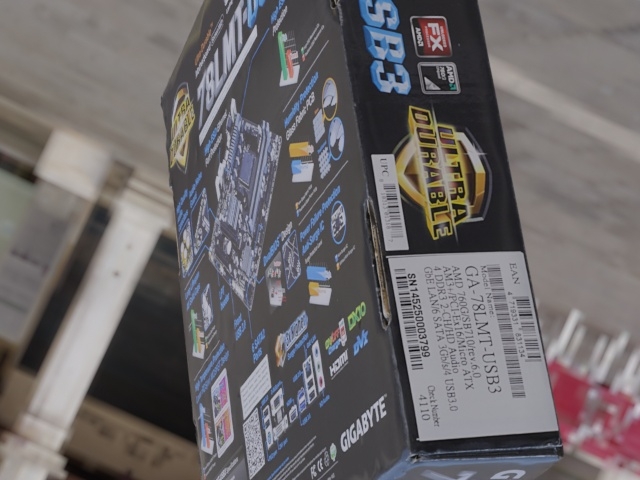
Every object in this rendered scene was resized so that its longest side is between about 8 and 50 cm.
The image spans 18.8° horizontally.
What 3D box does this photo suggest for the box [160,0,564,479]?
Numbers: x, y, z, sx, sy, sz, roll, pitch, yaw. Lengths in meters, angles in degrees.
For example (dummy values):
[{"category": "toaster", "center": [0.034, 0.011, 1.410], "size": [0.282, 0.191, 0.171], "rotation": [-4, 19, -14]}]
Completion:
[{"category": "box", "center": [0.000, 0.000, 0.875], "size": [0.073, 0.293, 0.295], "rotation": [1, 157, -18]}]
